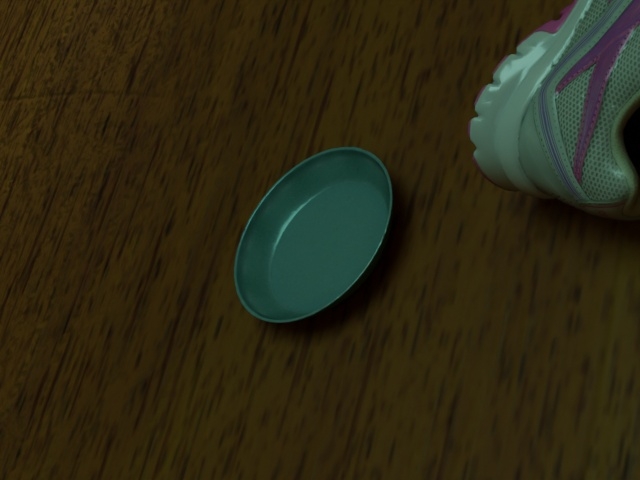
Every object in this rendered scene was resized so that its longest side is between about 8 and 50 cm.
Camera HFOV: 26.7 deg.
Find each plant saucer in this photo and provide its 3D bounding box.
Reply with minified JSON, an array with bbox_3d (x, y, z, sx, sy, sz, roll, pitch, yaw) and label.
[{"bbox_3d":[0.000,0.000,0.805,0.119,0.021,0.119,-26,45,29],"label":"plant saucer"}]

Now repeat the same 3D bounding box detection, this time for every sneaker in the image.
[{"bbox_3d":[0.182,-0.113,0.650,0.111,0.103,0.252,42,111,43],"label":"sneaker"}]
